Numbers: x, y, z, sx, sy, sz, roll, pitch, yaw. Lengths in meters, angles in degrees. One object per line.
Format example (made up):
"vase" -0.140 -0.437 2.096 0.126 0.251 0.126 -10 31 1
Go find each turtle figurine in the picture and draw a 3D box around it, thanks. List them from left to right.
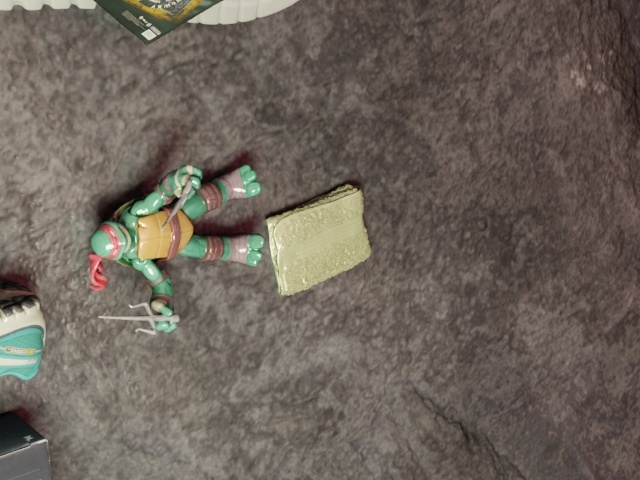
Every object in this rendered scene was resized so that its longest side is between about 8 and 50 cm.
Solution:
"turtle figurine" -0.160 -0.007 1.089 0.234 0.118 0.175 -19 127 -49

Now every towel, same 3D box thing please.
"towel" 0.000 0.000 1.269 0.148 0.027 0.110 -24 115 -31

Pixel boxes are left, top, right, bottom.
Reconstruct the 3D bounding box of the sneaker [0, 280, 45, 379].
"sneaker" -0.385 0.126 0.959 0.275 0.107 0.110 -16 119 -34

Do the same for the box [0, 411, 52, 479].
"box" -0.351 0.277 1.020 0.156 0.093 0.158 -15 110 -34

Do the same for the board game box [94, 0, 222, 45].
"board game box" -0.160 -0.259 0.957 0.126 0.026 0.186 -27 158 11

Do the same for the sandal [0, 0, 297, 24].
"sandal" -0.173 -0.307 1.013 0.416 0.169 0.102 -6 64 -36
